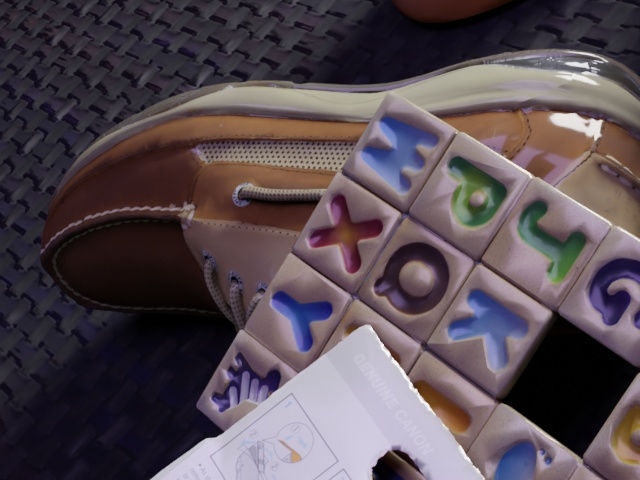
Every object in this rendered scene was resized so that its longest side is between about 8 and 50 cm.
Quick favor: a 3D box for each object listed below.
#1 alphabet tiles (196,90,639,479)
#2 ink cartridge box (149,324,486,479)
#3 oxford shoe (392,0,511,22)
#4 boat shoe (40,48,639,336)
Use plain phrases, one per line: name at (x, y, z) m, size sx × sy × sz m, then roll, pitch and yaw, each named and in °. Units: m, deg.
alphabet tiles at (0.035, 0.085, 0.569) m, size 0.198 × 0.009 × 0.237 m, roll 35°, pitch 97°, yaw 34°
ink cartridge box at (-0.021, 0.166, 0.552) m, size 0.225 × 0.056 × 0.181 m, roll -36°, pitch 54°, yaw -2°
oxford shoe at (0.174, -0.254, 0.777) m, size 0.364 × 0.132 × 0.130 m, roll -30°, pitch 39°, yaw 9°
boat shoe at (0.000, 0.000, 0.676) m, size 0.324 × 0.122 × 0.119 m, roll -10°, pitch 50°, yaw 31°
